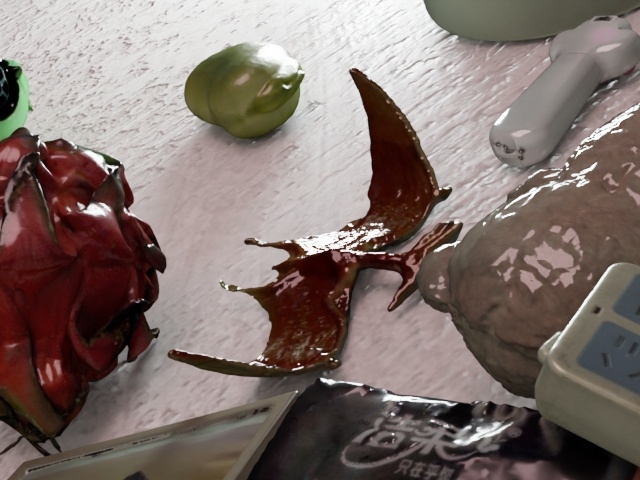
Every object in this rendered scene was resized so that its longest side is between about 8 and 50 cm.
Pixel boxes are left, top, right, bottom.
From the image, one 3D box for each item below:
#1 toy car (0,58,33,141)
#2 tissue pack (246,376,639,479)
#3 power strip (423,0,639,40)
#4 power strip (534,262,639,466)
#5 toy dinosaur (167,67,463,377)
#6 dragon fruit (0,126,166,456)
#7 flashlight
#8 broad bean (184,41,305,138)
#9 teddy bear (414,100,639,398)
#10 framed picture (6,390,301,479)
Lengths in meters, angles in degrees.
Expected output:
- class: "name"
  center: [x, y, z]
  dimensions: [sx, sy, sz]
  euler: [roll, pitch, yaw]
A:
- class: "toy car"
  center: [-0.482, -0.077, 1.492]
  dimensions: [0.213, 0.176, 0.359]
  euler: [-1, 34, 34]
- class: "tissue pack"
  center: [0.032, 0.231, 0.693]
  dimensions: [0.245, 0.123, 0.332]
  euler: [6, 45, 32]
- class: "power strip"
  center: [0.261, -0.365, 1.407]
  dimensions: [0.357, 0.161, 0.357]
  euler: [-17, 32, 11]
- class: "power strip"
  center: [0.243, 0.102, 0.681]
  dimensions: [0.270, 0.046, 0.118]
  euler: [27, 38, 19]
- class: "toy dinosaur"
  center: [-0.010, 0.004, 1.078]
  dimensions: [0.327, 0.113, 0.206]
  euler: [-39, 33, -19]
- class: "dragon fruit"
  center: [-0.242, 0.044, 1.086]
  dimensions: [0.233, 0.234, 0.293]
  euler: [-18, 47, 12]
- class: "flashlight"
  center: [0.223, -0.135, 1.191]
  dimensions: [0.093, 0.047, 0.200]
  euler: [8, 46, 43]
- class: "broad bean"
  center: [-0.084, -0.171, 1.428]
  dimensions: [0.124, 0.082, 0.174]
  euler: [-32, 32, -8]
- class: "teddy bear"
  center: [0.208, 0.008, 0.873]
  dimensions: [0.267, 0.151, 0.236]
  euler: [-42, 42, -22]
- class: "framed picture"
  center: [-0.153, 0.184, 0.880]
  dimensions: [0.265, 0.018, 0.192]
  euler: [-18, 18, 28]
